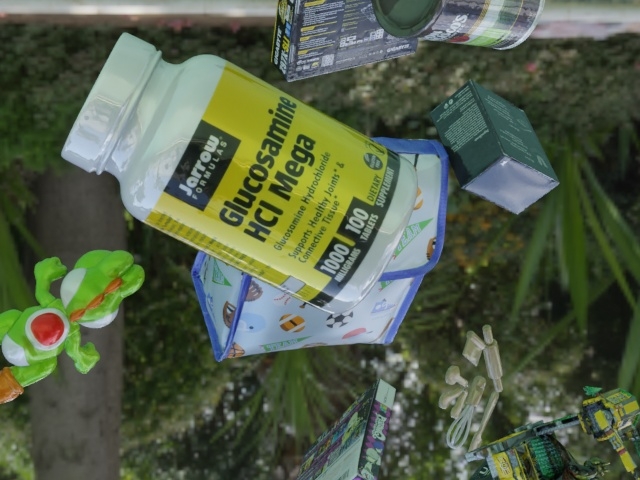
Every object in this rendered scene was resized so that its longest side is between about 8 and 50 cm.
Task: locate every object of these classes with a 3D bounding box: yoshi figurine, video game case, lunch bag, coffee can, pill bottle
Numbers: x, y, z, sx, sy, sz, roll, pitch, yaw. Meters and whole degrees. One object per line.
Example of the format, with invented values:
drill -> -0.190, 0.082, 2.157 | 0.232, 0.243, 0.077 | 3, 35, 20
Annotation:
yoshi figurine -> -0.488, 0.139, 1.947 | 0.362, 0.203, 0.203 | -35, -127, 0
video game case -> 0.027, 0.360, 1.643 | 0.042, 0.232, 0.210 | 32, -145, -10
lunch bag -> 0.000, 0.000, 1.620 | 0.328, 0.385, 0.239 | -3, -133, -25
coffee can -> 0.264, -0.477, 1.970 | 0.275, 0.201, 0.201 | -3, -172, -38
pill bottle -> -0.084, -0.072, 1.066 | 0.334, 0.188, 0.188 | 27, -177, -13

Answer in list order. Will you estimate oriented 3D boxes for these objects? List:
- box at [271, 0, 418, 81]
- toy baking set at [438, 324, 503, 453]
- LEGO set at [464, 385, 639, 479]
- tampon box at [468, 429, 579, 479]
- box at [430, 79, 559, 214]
box -> 0.068, -0.472, 2.088 | 0.322, 0.257, 0.079 | -17, -130, -24
toy baking set -> 0.289, 0.289, 1.978 | 0.030, 0.256, 0.197 | 15, -133, 41
LEGO set -> 0.351, 0.378, 1.447 | 0.192, 0.331, 0.255 | -9, 175, -45
tampon box -> 0.352, 0.405, 1.716 | 0.120, 0.101, 0.161 | -45, -163, -16
box -> 0.271, -0.144, 1.615 | 0.156, 0.158, 0.093 | 20, 131, -43
